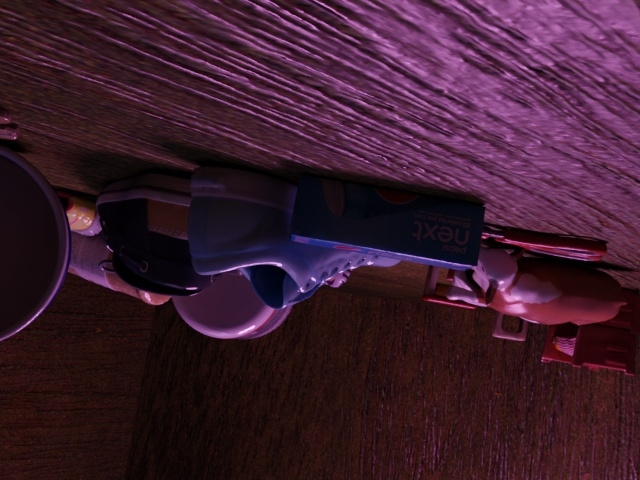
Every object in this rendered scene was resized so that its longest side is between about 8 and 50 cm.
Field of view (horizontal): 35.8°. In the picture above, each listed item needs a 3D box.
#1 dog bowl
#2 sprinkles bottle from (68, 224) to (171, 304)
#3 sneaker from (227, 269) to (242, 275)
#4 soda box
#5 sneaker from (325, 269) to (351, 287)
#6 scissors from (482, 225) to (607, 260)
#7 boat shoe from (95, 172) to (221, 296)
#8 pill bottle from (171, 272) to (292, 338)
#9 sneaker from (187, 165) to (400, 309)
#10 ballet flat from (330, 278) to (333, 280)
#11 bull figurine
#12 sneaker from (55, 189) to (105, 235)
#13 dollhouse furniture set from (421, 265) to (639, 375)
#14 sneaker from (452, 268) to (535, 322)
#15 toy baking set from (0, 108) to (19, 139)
[{"bbox_3d":[-0.453,0.004,1.258,0.265,0.265,0.104,10,176,-9],"label":"dog bowl"},{"bbox_3d":[-0.418,0.014,1.817,0.355,0.121,0.121,17,179,30],"label":"sprinkles bottle"},{"bbox_3d":[-0.057,0.010,1.466,0.130,0.087,0.227,17,156,-37],"label":"sneaker"},{"bbox_3d":[0.073,-0.019,1.116,0.210,0.071,0.067,10,174,-3],"label":"soda box"},{"bbox_3d":[-0.016,0.046,2.079,0.098,0.083,0.224,33,162,-19],"label":"sneaker"},{"bbox_3d":[0.222,-0.005,1.266,0.297,0.021,0.109,8,177,-2],"label":"scissors"},{"bbox_3d":[-0.238,0.001,1.461,0.187,0.156,0.500,9,176,-17],"label":"boat shoe"},{"bbox_3d":[-0.160,0.091,1.966,0.210,0.210,0.363,9,175,5],"label":"pill bottle"},{"bbox_3d":[-0.029,0.015,1.244,0.366,0.150,0.135,14,174,-43],"label":"sneaker"},{"bbox_3d":[-0.021,0.052,1.828,0.080,0.073,0.232,18,-172,26],"label":"ballet flat"},{"bbox_3d":[0.308,0.067,1.478,0.310,0.101,0.188,15,177,-28],"label":"bull figurine"},{"bbox_3d":[-0.477,-0.057,1.739,0.208,0.081,0.094,-1,163,30],"label":"sneaker"},{"bbox_3d":[0.385,0.145,1.860,0.374,0.152,0.201,10,175,-1],"label":"dollhouse furniture set"},{"bbox_3d":[0.335,0.085,1.694,0.232,0.090,0.115,7,171,16],"label":"sneaker"},{"bbox_3d":[-0.407,-0.142,0.933,0.256,0.030,0.197,12,171,-25],"label":"toy baking set"}]
